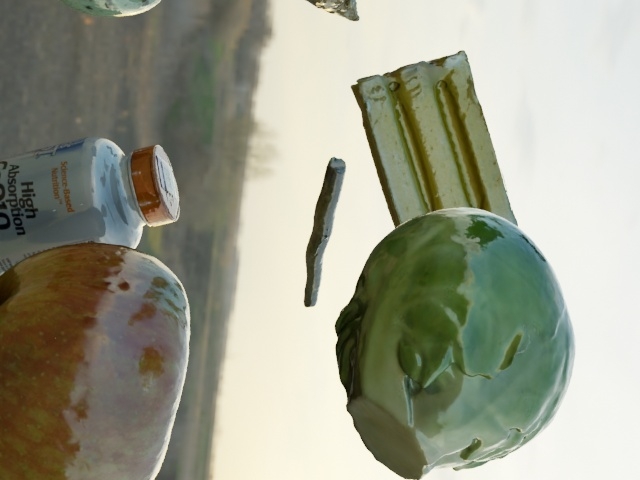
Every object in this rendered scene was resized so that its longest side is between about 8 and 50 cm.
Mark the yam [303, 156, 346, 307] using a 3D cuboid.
[{"bbox_3d":[0.000,-0.001,1.474,0.029,0.027,0.234,56,-29,35],"label":"yam"}]

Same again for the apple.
[{"bbox_3d":[-0.278,0.147,1.387,0.277,0.250,0.309,155,-51,-74],"label":"apple"}]

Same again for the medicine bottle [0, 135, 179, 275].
[{"bbox_3d":[-0.326,-0.039,1.640,0.157,0.289,0.157,-13,90,-83],"label":"medicine bottle"}]

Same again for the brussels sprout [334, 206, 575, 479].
[{"bbox_3d":[0.120,0.090,1.181,0.244,0.244,0.244,-174,-90,-86],"label":"brussels sprout"}]

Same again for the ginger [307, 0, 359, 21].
[{"bbox_3d":[-0.020,-0.402,2.021,0.059,0.133,0.214,-63,156,-1],"label":"ginger"}]

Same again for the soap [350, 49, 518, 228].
[{"bbox_3d":[0.186,-0.139,2.187,0.091,0.199,0.314,-176,-112,-82],"label":"soap"}]

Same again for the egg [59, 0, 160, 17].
[{"bbox_3d":[-0.172,-0.219,1.041,0.085,0.110,0.085,-43,-141,49],"label":"egg"}]
